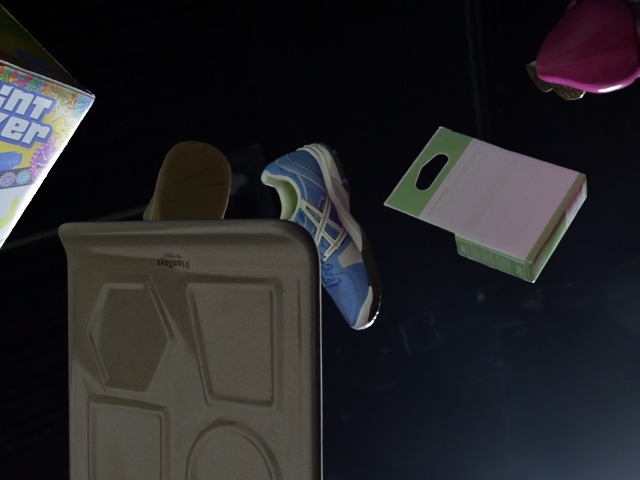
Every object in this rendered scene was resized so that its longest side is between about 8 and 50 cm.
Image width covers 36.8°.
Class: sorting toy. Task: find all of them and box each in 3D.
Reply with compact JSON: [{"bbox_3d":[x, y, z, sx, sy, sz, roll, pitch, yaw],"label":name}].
[{"bbox_3d":[-0.073,0.092,0.541,0.193,0.038,0.208,0,-85,37],"label":"sorting toy"}]

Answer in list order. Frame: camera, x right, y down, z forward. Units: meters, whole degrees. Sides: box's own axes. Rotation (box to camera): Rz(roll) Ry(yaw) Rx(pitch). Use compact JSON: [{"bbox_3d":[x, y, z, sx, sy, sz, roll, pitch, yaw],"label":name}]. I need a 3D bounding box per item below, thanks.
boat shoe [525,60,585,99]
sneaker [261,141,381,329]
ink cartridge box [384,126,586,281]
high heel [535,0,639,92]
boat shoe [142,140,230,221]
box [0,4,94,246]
[{"bbox_3d":[0.366,-0.256,1.443,0.064,0.060,0.178,53,3,-16],"label":"boat shoe"},{"bbox_3d":[0.000,0.000,1.039,0.080,0.081,0.211,-42,-113,60],"label":"sneaker"},{"bbox_3d":[0.234,-0.057,1.370,0.235,0.171,0.056,22,-28,30],"label":"ink cartridge box"},{"bbox_3d":[0.293,-0.244,1.112,0.377,0.181,0.127,-100,180,-78],"label":"high heel"},{"bbox_3d":[-0.191,0.043,1.222,0.110,0.121,0.341,130,-23,-63],"label":"boat shoe"},{"bbox_3d":[-0.349,-0.078,0.618,0.290,0.177,0.279,42,-76,28],"label":"box"}]
